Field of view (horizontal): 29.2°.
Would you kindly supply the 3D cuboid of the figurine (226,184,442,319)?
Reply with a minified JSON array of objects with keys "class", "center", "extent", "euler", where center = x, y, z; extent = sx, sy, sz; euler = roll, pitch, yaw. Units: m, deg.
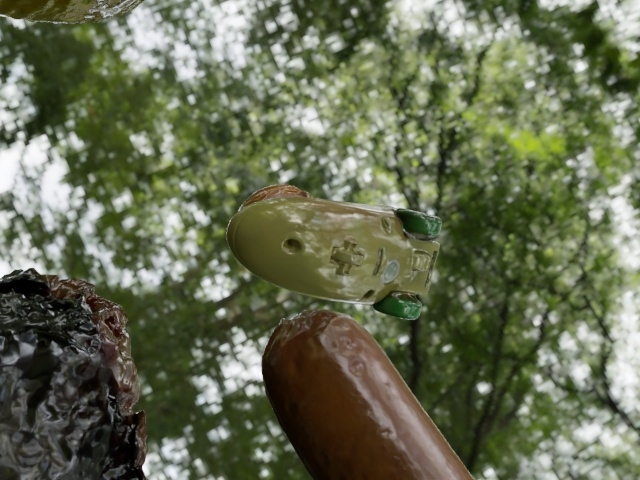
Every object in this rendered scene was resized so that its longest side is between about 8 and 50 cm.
[{"class":"figurine","center":[0.000,0.000,1.424],"extent":[0.222,0.324,0.124],"euler":[20,-83,37]}]

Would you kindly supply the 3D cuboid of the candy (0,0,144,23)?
[{"class":"candy","center":[-0.155,-0.243,0.662],"extent":[0.118,0.260,0.260],"euler":[-25,-89,52]}]

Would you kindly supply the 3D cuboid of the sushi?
[{"class":"sushi","center":[-0.172,0.195,0.757],"extent":[0.196,0.182,0.343],"euler":[-164,-118,-69]}]

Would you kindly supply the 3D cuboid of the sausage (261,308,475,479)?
[{"class":"sausage","center":[0.035,0.123,0.684],"extent":[0.197,0.076,0.076],"euler":[56,-22,13]}]
